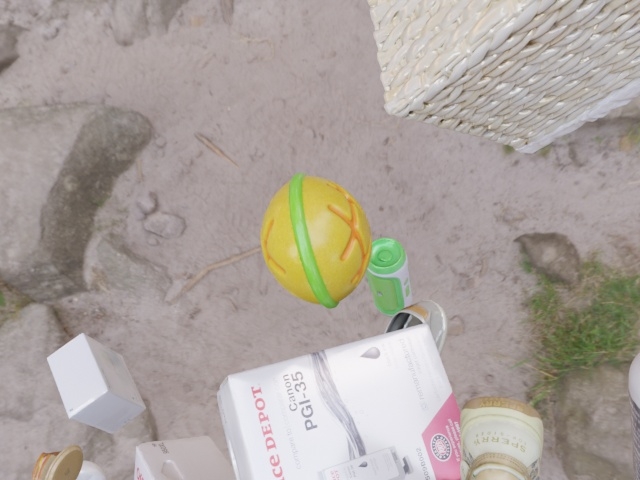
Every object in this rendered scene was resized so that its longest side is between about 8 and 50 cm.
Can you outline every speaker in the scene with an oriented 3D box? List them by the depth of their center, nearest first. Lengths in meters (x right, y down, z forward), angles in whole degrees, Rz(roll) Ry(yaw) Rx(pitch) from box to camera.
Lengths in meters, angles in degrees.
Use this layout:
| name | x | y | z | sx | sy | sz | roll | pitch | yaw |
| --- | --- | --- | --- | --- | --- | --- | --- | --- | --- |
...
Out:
| name | x | y | z | sx | sy | sz | roll | pitch | yaw |
| --- | --- | --- | --- | --- | --- | --- | --- | --- | --- |
| speaker | 0.210 | 0.118 | 1.762 | 0.131 | 0.296 | 0.131 | -7 | 54 | 9 |

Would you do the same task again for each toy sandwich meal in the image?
| name | x | y | z | sx | sy | sz | roll | pitch | yaw |
| --- | --- | --- | --- | --- | --- | --- | --- | --- | --- |
| toy sandwich meal | -0.387 | 0.338 | 0.856 | 0.029 | 0.085 | 0.086 | 14 | 79 | 16 |

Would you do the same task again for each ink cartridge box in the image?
| name | x | y | z | sx | sy | sz | roll | pitch | yaw |
| --- | --- | --- | --- | --- | --- | --- | --- | --- | --- |
| ink cartridge box | 0.030 | 0.246 | 0.750 | 0.283 | 0.117 | 0.207 | -11 | 72 | -20 |
| ink cartridge box | -0.262 | 0.628 | 1.128 | 0.166 | 0.285 | 0.395 | 2 | 97 | -31 |

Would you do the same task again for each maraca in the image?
| name | x | y | z | sx | sy | sz | roll | pitch | yaw |
| --- | --- | --- | --- | --- | --- | --- | --- | --- | --- |
| maraca | 0.000 | 0.000 | 0.553 | 0.099 | 0.185 | 0.127 | -11 | 88 | 9 |

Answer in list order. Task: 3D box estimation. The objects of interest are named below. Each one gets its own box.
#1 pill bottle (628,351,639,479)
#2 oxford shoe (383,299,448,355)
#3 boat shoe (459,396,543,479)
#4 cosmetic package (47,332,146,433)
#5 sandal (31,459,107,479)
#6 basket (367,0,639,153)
| name | x | y | z | sx | sy | sz | roll | pitch | yaw |
| --- | --- | --- | --- | --- | --- | --- | --- | --- | --- |
| pill bottle | 0.416 | 0.203 | 0.594 | 0.176 | 0.176 | 0.318 | -11 | 106 | 1 |
| oxford shoe | 0.200 | 0.362 | 1.439 | 0.169 | 0.130 | 0.449 | 13 | 89 | 45 |
| boat shoe | 0.182 | 0.282 | 0.586 | 0.104 | 0.285 | 0.089 | -4 | 34 | 23 |
| cosmetic package | -0.678 | 0.436 | 1.765 | 0.138 | 0.225 | 0.224 | -36 | 58 | -4 |
| sandal | -0.688 | 0.601 | 1.316 | 0.416 | 0.102 | 0.169 | -15 | 114 | -9 |
| basket | 0.248 | -0.324 | 0.673 | 0.266 | 0.331 | 0.328 | 3 | 71 | -31 |
